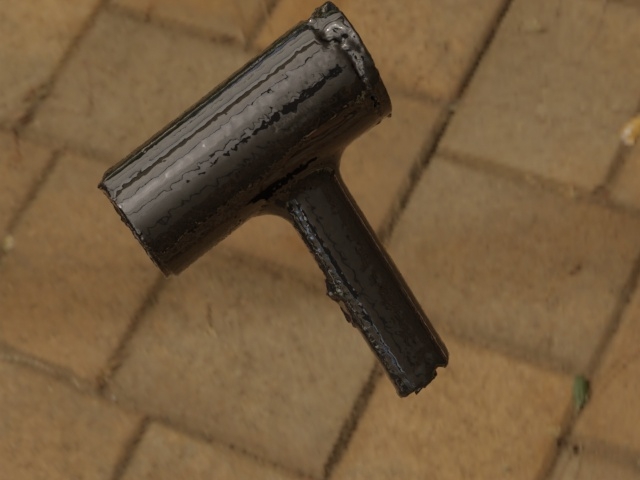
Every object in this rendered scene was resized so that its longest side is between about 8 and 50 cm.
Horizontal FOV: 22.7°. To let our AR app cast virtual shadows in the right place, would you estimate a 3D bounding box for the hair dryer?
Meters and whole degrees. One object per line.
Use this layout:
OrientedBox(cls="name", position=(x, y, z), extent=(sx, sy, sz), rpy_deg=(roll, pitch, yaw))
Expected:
OrientedBox(cls="hair dryer", position=(0.000, 0.000, 1.060), extent=(0.197, 0.089, 0.251), rpy_deg=(-37, 98, -4))
